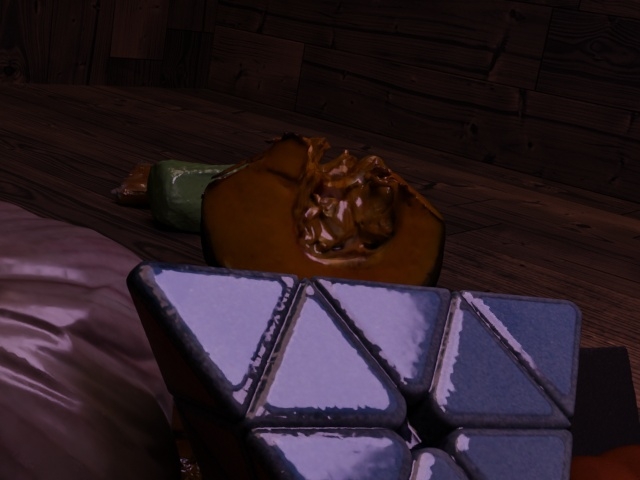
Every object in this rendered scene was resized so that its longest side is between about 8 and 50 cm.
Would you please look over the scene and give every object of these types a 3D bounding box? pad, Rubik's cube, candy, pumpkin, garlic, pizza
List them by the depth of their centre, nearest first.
[{"bbox_3d":[0.027,0.141,0.523,0.228,0.233,0.228,4,-3,17],"label":"Rubik's cube"},{"bbox_3d":[-0.239,0.112,0.535,0.317,0.259,0.317,-2,44,2],"label":"garlic"},{"bbox_3d":[0.201,0.188,0.684,0.142,0.212,0.003,2,-14,-27],"label":"pad"},{"bbox_3d":[0.000,0.000,1.130,0.303,0.256,0.225,34,12,1],"label":"pumpkin"},{"bbox_3d":[-0.130,-0.080,1.566,0.343,0.132,0.142,1,33,-28],"label":"candy"},{"bbox_3d":[-0.319,-0.107,1.703,0.185,0.052,0.195,-5,24,-23],"label":"pizza"}]

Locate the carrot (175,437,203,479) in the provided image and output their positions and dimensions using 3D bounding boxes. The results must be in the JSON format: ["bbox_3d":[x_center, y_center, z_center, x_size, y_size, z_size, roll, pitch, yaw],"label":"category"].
[{"bbox_3d":[-0.153,0.188,0.712,0.228,0.069,0.069,5,16,-20],"label":"carrot"}]

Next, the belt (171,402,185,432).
[{"bbox_3d":[-0.045,0.129,0.842,0.261,0.105,0.184,6,-2,-12],"label":"belt"}]

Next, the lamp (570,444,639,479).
[{"bbox_3d":[0.197,0.229,0.519,0.223,0.197,0.223,-1,51,1],"label":"lamp"}]
